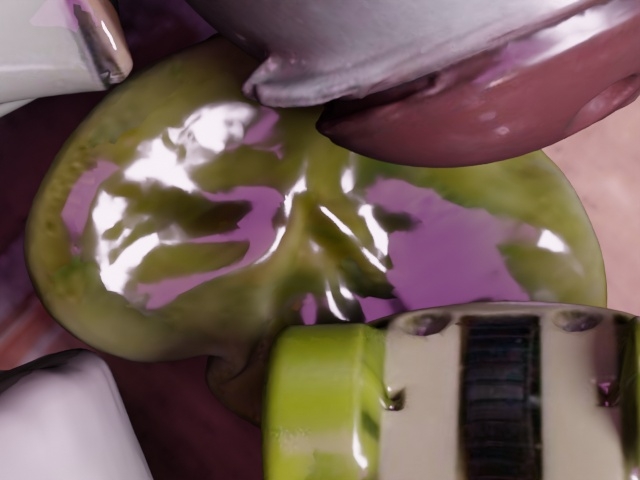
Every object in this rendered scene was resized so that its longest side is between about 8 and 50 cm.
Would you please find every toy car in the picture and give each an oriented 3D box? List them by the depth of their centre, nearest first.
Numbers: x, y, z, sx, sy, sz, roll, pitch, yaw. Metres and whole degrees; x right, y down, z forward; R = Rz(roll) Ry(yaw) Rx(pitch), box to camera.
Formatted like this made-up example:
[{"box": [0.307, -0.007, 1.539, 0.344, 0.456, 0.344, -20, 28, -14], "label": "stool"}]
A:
[{"box": [0.061, 0.150, 0.600, 0.145, 0.235, 0.235, -2, 92, 8], "label": "toy car"}]

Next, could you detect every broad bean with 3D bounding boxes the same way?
[{"box": [0.000, 0.001, 0.681, 0.206, 0.072, 0.153, 12, 97, -7], "label": "broad bean"}]

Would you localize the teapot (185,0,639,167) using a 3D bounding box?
[{"box": [0.051, -0.192, 0.605, 0.315, 0.233, 0.312, -25, 97, -21], "label": "teapot"}]

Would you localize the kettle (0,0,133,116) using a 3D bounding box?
[{"box": [-0.211, -0.111, 0.650, 0.255, 0.165, 0.240, -23, 66, 1], "label": "kettle"}]

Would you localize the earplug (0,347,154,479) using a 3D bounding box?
[{"box": [-0.138, 0.269, 0.578, 0.312, 0.312, 0.394, -22, 90, 7], "label": "earplug"}]
